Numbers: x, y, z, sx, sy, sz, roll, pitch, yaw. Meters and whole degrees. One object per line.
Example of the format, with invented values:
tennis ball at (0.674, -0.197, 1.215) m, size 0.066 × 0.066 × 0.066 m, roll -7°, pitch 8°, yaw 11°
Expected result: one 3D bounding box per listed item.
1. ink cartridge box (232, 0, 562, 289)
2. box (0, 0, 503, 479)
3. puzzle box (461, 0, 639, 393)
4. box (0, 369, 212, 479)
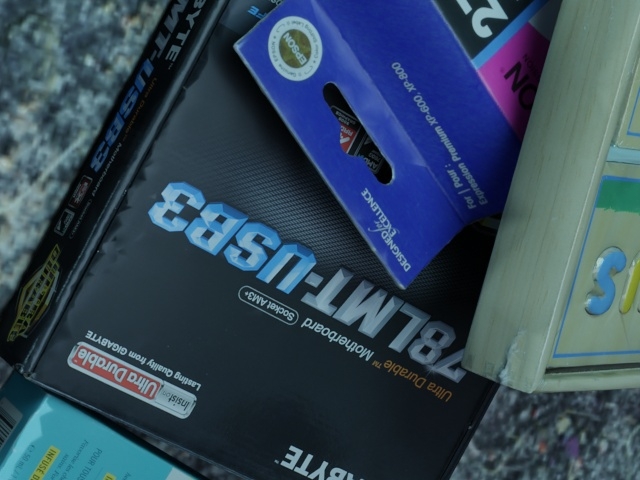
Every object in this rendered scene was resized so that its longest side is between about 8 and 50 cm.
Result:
ink cartridge box at (0.129, -0.154, 1.114) m, size 0.371 × 0.069 × 0.175 m, roll -44°, pitch 111°, yaw -25°
box at (0.000, 0.000, 1.141) m, size 0.295 × 0.073 × 0.293 m, roll 30°, pitch 87°, yaw -29°
puzzle box at (0.253, -0.044, 1.170) m, size 0.409 × 0.052 × 0.272 m, roll 1°, pitch 108°, yaw -50°
box at (-0.102, 0.179, 1.138) m, size 0.244 × 0.060 × 0.100 m, roll 35°, pitch 86°, yaw -29°
